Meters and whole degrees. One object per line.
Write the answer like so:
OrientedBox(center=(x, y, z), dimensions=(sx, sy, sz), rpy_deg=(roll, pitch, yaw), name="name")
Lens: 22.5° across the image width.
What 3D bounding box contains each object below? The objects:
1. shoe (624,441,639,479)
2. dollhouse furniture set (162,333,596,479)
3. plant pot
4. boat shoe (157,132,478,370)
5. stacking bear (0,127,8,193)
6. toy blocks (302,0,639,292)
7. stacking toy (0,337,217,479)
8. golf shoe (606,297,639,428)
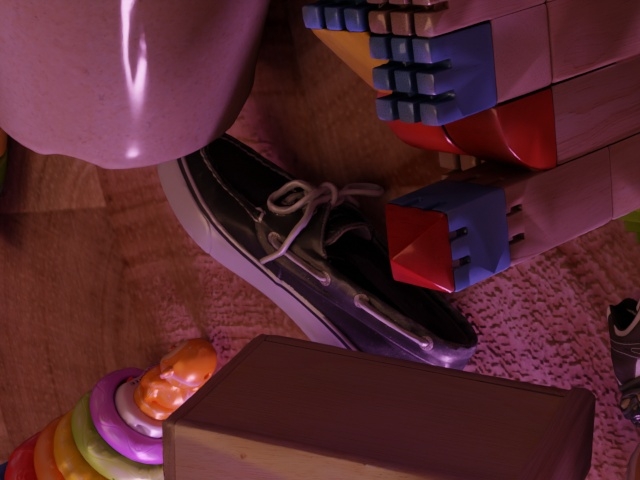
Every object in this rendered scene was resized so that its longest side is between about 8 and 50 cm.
OrientedBox(center=(0.230, 0.233, 1.117), dimensions=(0.058, 0.076, 0.219), rpy_deg=(8, 115, 40), name="shoe")
OrientedBox(center=(0.041, 0.294, 1.154), dimensions=(0.256, 0.362, 0.394), rpy_deg=(9, 113, 21), name="dollhouse furniture set")
OrientedBox(center=(-0.152, -0.233, 1.193), dimensions=(0.334, 0.333, 0.305), rpy_deg=(41, 145, 30), name="plant pot")
OrientedBox(center=(-0.002, 0.001, 1.256), dimensions=(0.306, 0.113, 0.105), rpy_deg=(49, 131, 19), name="boat shoe")
OrientedBox(center=(-0.391, -0.115, 1.627), dimensions=(0.164, 0.175, 0.289), rpy_deg=(41, 127, 33), name="stacking bear")
OrientedBox(center=(0.105, -0.144, 0.942), dimensions=(0.190, 0.261, 0.382), rpy_deg=(12, 116, 46), name="toy blocks")
OrientedBox(center=(-0.186, 0.191, 1.545), dimensions=(0.166, 0.175, 0.302), rpy_deg=(50, 127, 17), name="stacking toy")
OrientedBox(center=(0.243, 0.054, 1.014), dimensions=(0.198, 0.077, 0.094), rpy_deg=(-34, 74, 56), name="golf shoe")
